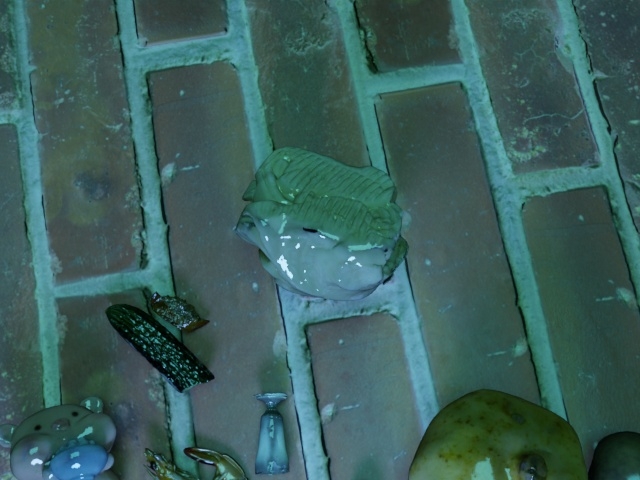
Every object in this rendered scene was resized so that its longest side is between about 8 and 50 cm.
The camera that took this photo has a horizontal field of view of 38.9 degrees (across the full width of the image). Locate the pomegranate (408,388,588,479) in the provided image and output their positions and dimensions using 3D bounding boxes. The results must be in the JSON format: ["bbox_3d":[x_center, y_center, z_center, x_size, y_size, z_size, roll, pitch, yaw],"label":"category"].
[{"bbox_3d":[0.330,0.427,1.632,0.343,0.342,0.342,0,74,0],"label":"pomegranate"}]

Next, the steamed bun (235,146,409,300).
[{"bbox_3d":[0.000,0.000,1.811,0.347,0.237,0.394,-15,42,-26],"label":"steamed bun"}]

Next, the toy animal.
[{"bbox_3d":[-0.472,0.435,1.718,0.210,0.230,0.221,-18,116,-33],"label":"toy animal"}]

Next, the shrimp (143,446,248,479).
[{"bbox_3d":[-0.238,0.462,1.768,0.236,0.053,0.133,33,78,6],"label":"shrimp"}]

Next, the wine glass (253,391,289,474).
[{"bbox_3d":[-0.097,0.381,1.784,0.072,0.072,0.155,-1,73,0],"label":"wine glass"}]

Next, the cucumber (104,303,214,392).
[{"bbox_3d":[-0.328,0.212,1.833,0.265,0.077,0.077,43,78,12],"label":"cucumber"}]

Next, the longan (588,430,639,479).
[{"bbox_3d":[0.581,0.455,1.707,0.168,0.167,0.187,-8,78,-2],"label":"longan"}]

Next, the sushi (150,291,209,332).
[{"bbox_3d":[-0.290,0.148,1.864,0.120,0.052,0.055,33,92,11],"label":"sushi"}]
